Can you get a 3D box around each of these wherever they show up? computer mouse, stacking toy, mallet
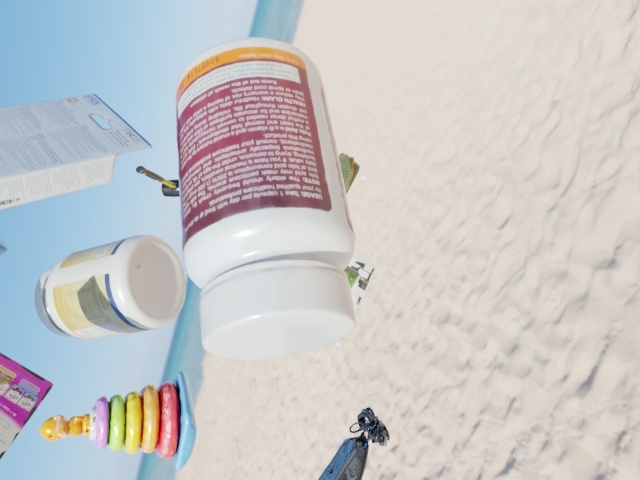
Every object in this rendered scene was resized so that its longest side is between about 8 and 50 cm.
[{"bbox_3d":[0.068,0.516,1.276,0.272,0.072,0.188,-54,5,-7],"label":"computer mouse"},{"bbox_3d":[-0.426,0.385,1.204,0.166,0.302,0.175,-122,40,-52],"label":"stacking toy"},{"bbox_3d":[-0.337,-0.124,1.184,0.189,0.062,0.039,23,-113,-71],"label":"mallet"}]

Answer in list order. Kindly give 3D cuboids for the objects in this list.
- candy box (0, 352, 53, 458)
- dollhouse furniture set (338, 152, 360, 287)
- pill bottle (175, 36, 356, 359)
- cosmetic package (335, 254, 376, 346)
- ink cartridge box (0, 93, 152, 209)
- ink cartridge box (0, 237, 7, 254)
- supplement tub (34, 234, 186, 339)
[{"bbox_3d":[-0.598,0.309,0.970,0.071,0.159,0.233,-42,17,36],"label":"candy box"},{"bbox_3d":[0.000,0.000,1.066,0.197,0.151,0.301,-21,-37,-59],"label":"dollhouse furniture set"},{"bbox_3d":[-0.077,-0.054,0.774,0.224,0.224,0.392,123,143,-57],"label":"pill bottle"},{"bbox_3d":[0.057,0.158,1.548,0.239,0.099,0.060,-65,14,-10],"label":"cosmetic package"},{"bbox_3d":[-0.550,-0.187,1.128,0.324,0.330,0.071,39,135,39],"label":"ink cartridge box"},{"bbox_3d":[-0.856,-0.100,1.156,0.166,0.285,0.395,-37,-12,-15],"label":"ink cartridge box"},{"bbox_3d":[-0.518,0.122,1.407,0.316,0.228,0.228,-13,53,27],"label":"supplement tub"}]
